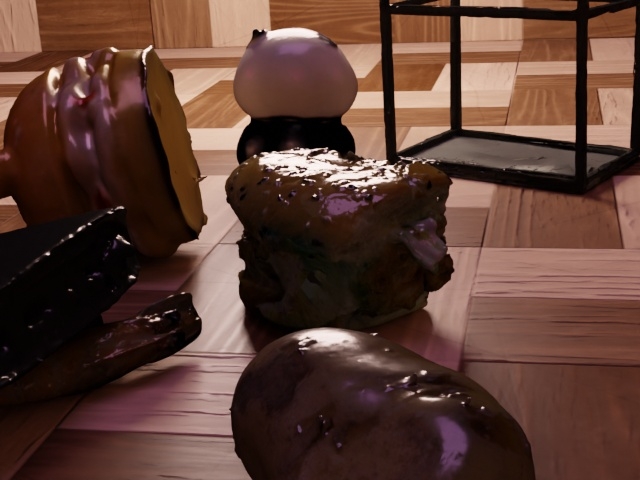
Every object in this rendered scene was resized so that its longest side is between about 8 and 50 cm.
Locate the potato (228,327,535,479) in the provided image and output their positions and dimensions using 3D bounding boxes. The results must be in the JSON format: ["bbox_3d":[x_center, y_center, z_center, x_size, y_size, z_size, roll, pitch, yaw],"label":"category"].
[{"bbox_3d":[0.040,0.142,0.753,0.165,0.165,0.262,-10,23,-21],"label":"potato"}]

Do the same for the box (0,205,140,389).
[{"bbox_3d":[-0.368,0.079,1.020,0.350,0.091,0.359,-12,14,22],"label":"box"}]

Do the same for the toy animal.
[{"bbox_3d":[-0.037,-0.200,1.692,0.187,0.235,0.165,-1,12,6],"label":"toy animal"}]

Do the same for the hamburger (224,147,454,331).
[{"bbox_3d":[0.000,0.000,1.157,0.288,0.167,0.192,13,22,40],"label":"hamburger"}]

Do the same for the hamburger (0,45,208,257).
[{"bbox_3d":[-0.275,-0.092,1.380,0.237,0.276,0.276,-16,18,3],"label":"hamburger"}]

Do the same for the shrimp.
[{"bbox_3d":[-0.241,0.104,1.077,0.253,0.058,0.173,-20,16,-35],"label":"shrimp"}]

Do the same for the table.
[{"bbox_3d":[0.285,-0.245,1.693,0.335,0.272,0.222,11,22,36],"label":"table"}]
